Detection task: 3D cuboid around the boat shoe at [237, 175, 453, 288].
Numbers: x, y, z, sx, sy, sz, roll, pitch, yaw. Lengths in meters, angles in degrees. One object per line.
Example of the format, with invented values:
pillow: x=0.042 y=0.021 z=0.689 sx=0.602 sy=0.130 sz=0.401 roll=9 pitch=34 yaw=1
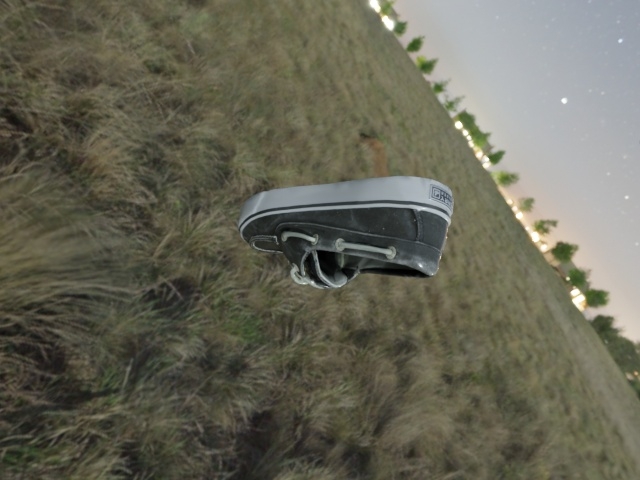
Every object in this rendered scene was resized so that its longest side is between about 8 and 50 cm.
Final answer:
boat shoe: x=0.000 y=0.000 z=0.406 sx=0.078 sy=0.219 sz=0.070 roll=23 pitch=72 yaw=-37
